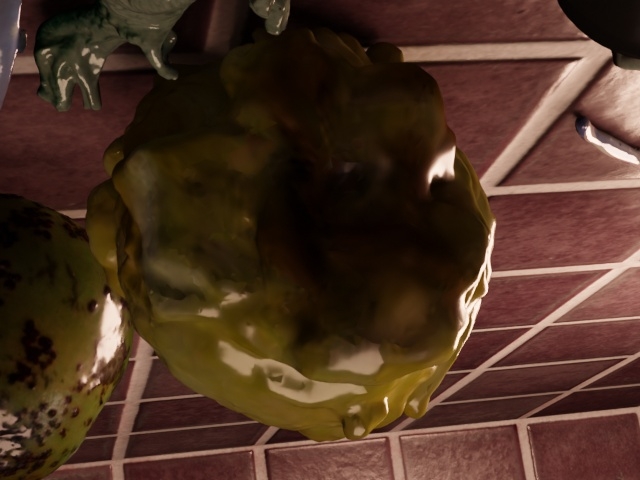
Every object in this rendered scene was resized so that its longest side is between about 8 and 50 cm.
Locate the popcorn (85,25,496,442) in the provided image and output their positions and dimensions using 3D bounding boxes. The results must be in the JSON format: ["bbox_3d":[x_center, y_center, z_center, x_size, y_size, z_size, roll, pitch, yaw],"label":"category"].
[{"bbox_3d":[-0.004,-0.006,0.876,0.312,0.312,0.312,-7,162,-2],"label":"popcorn"}]

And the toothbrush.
[{"bbox_3d":[0.308,-0.082,1.173,0.027,0.021,0.269,-26,155,31],"label":"toothbrush"}]

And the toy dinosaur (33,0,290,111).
[{"bbox_3d":[-0.052,-0.165,0.672,0.129,0.076,0.383,23,143,-21],"label":"toy dinosaur"}]

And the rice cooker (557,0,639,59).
[{"bbox_3d":[0.219,-0.175,0.638,0.203,0.142,0.118,-27,146,-13],"label":"rice cooker"}]

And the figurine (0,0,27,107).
[{"bbox_3d":[-0.306,-0.131,0.389,0.388,0.248,0.277,-8,-166,-41],"label":"figurine"}]

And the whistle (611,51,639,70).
[{"bbox_3d":[0.351,-0.145,0.785,0.290,0.163,0.163,0,161,-26],"label":"whistle"}]

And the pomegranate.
[{"bbox_3d":[-0.336,0.063,1.029,0.341,0.285,0.285,38,141,-22],"label":"pomegranate"}]
